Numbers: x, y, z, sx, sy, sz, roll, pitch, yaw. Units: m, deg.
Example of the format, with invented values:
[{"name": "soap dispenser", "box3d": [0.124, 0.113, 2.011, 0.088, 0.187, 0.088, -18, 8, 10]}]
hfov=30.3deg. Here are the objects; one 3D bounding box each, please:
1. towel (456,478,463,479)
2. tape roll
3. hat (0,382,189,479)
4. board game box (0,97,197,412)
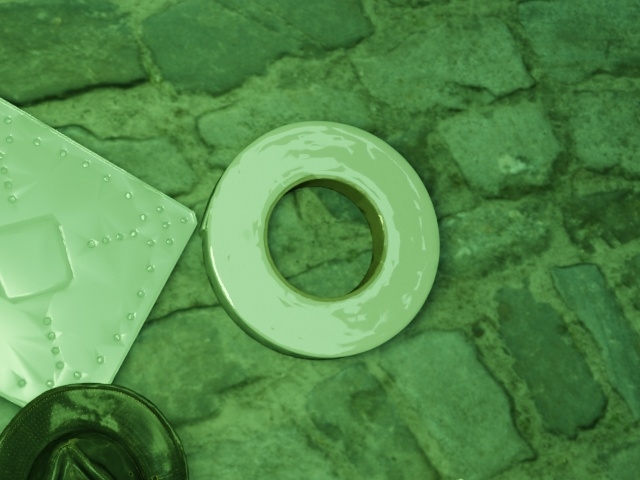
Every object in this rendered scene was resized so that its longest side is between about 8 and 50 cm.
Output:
[{"name": "towel", "box3d": [0.234, 0.499, 1.887, 0.144, 0.029, 0.197, -33, 87, -31]}, {"name": "tape roll", "box3d": [0.000, 0.000, 1.912, 0.391, 0.072, 0.392, 2, 80, -14]}, {"name": "hat", "box3d": [-0.333, 0.361, 1.638, 0.331, 0.134, 0.332, 0, 80, -1]}, {"name": "board game box", "box3d": [-0.441, 0.033, 1.779, 0.389, 0.050, 0.390, 31, 71, -12]}]
